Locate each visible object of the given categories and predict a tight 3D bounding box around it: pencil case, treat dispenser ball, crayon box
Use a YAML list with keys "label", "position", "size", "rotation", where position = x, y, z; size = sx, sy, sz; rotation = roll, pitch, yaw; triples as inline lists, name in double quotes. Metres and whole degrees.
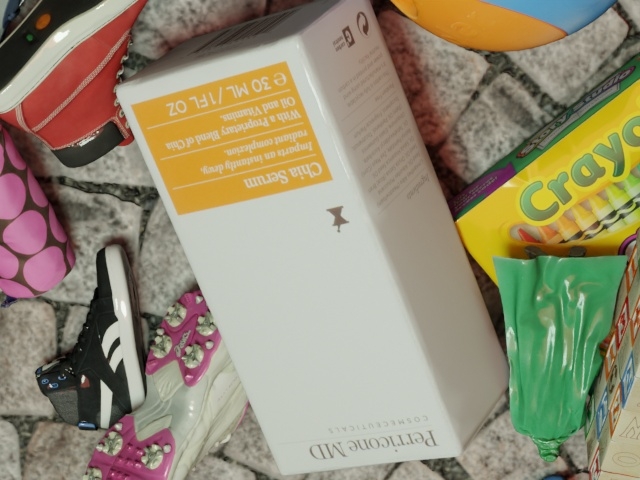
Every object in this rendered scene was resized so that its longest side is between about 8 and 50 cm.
- label: "pencil case"
  position: [-0.337, -0.033, 1.657]
  size: [0.098, 0.095, 0.209]
  rotation: [6, 135, 29]
- label: "treat dispenser ball"
  position: [0.173, -0.323, 1.499]
  size: [0.288, 0.288, 0.288]
  rotation: [0, 107, 0]
- label: "crayon box"
  position: [0.369, -0.021, 1.686]
  size: [0.363, 0.106, 0.313]
  rotation: [-39, 104, 12]

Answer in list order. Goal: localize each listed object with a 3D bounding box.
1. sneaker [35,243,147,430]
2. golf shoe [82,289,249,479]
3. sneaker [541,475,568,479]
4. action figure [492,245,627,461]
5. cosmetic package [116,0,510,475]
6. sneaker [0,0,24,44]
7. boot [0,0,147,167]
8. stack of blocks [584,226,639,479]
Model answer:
- label: "sneaker"
  position: [-0.257, 0.114, 1.740]
  size: [0.121, 0.079, 0.217]
  rotation: [-6, 108, 0]
- label: "golf shoe"
  position: [-0.148, 0.209, 1.715]
  size: [0.140, 0.115, 0.306]
  rotation: [31, 88, -48]
- label: "sneaker"
  position: [0.196, 0.337, 1.817]
  size: [0.082, 0.069, 0.209]
  rotation: [39, 103, -7]
- label: "action figure"
  position: [0.240, 0.122, 1.651]
  size: [0.137, 0.063, 0.232]
  rotation: [2, 106, 2]
- label: "cosmetic package"
  position: [0.000, 0.000, 1.625]
  size: [0.230, 0.161, 0.453]
  rotation: [-12, 109, 32]
- label: "sneaker"
  position: [-0.289, -0.305, 1.598]
  size: [0.131, 0.112, 0.319]
  rotation: [12, 111, -9]
- label: "boot"
  position: [-0.214, -0.190, 1.638]
  size: [0.244, 0.088, 0.176]
  rotation: [-44, 136, 6]
- label: "stack of blocks"
  position: [0.341, 0.104, 1.579]
  size: [0.087, 0.171, 0.297]
  rotation: [11, 126, -1]
